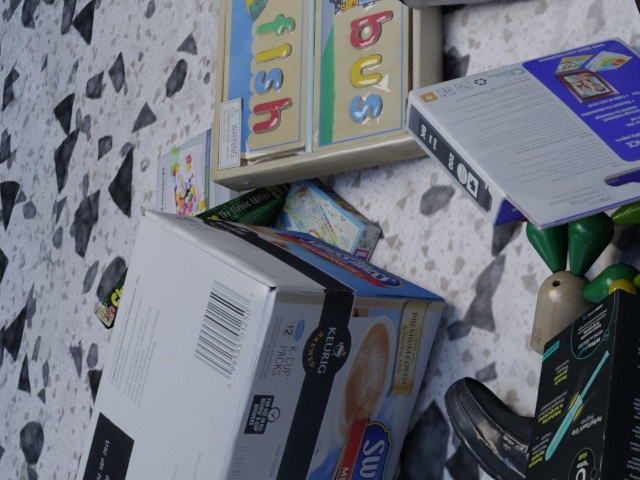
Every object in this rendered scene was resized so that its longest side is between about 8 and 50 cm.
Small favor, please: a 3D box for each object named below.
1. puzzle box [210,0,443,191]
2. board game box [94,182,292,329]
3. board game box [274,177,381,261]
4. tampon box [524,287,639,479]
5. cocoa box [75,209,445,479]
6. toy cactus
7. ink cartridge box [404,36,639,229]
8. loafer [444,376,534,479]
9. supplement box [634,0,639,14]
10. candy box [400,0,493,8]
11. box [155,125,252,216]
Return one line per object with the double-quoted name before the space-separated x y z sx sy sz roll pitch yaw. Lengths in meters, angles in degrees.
"puzzle box" 0.007 -0.270 1.316 0.272 0.052 0.409 -9 72 33
"board game box" -0.134 0.009 1.345 0.030 0.259 0.136 45 123 11
"board game box" 0.000 0.000 1.337 0.154 0.026 0.103 42 114 50
"tampon box" 0.222 0.141 0.863 0.120 0.101 0.161 126 161 -59
"cocoa box" -0.069 0.174 1.185 0.231 0.228 0.347 26 104 47
"toy cactus" 0.213 0.016 0.991 0.219 0.112 0.181 36 119 43
"ink cartridge box" 0.203 -0.077 0.939 0.208 0.206 0.045 -125 25 -48
"loafer" 0.186 0.181 0.993 0.223 0.076 0.078 47 113 44
"supplement box" 0.342 -0.160 0.827 0.130 0.073 0.239 -40 41 -4
"candy box" 0.150 -0.350 1.155 0.159 0.071 0.233 1 82 34
"box" -0.154 -0.064 1.558 0.186 0.038 0.145 -21 63 51
